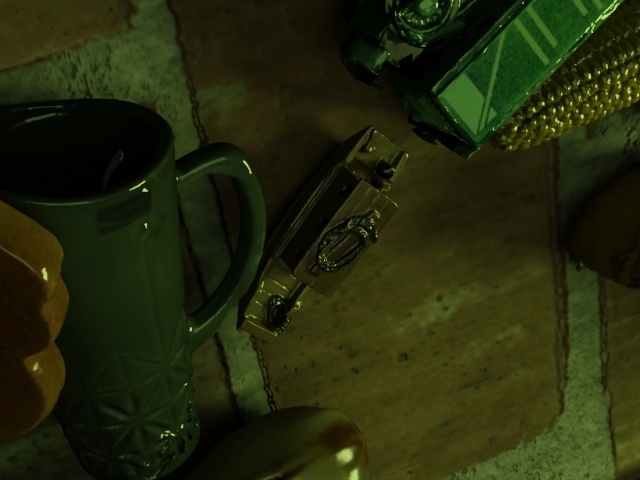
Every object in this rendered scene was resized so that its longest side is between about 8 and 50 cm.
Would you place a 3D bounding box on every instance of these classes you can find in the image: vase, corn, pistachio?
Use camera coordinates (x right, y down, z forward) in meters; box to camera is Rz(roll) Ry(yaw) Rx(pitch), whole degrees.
[{"bbox_3d":[-0.153,0.041,0.742,0.251,0.156,0.301,-18,126,-17],"label":"vase"},{"bbox_3d":[0.248,-0.156,0.834,0.260,0.091,0.091,-30,121,-5],"label":"corn"},{"bbox_3d":[-0.052,0.231,0.875,0.215,0.144,0.144,-36,123,-5],"label":"pistachio"}]

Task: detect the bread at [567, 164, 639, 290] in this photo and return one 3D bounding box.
[{"bbox_3d":[0.370,-0.011,0.922,0.260,0.160,0.147,7,104,-21],"label":"bread"}]

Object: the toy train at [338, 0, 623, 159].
[{"bbox_3d":[0.133,-0.204,0.753,0.269,0.115,0.154,-46,127,1],"label":"toy train"}]

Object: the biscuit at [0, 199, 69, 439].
[{"bbox_3d":[-0.279,0.075,0.673,0.202,0.047,0.334,33,130,-19],"label":"biscuit"}]

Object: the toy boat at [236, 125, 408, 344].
[{"bbox_3d":[0.000,0.000,0.815,0.057,0.077,0.200,32,100,-32],"label":"toy boat"}]
